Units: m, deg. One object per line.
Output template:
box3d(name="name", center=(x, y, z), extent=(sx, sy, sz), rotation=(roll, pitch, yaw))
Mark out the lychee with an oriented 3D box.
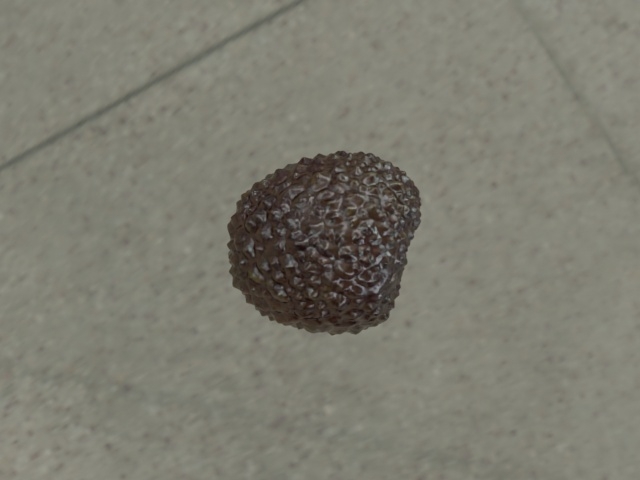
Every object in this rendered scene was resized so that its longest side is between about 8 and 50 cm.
box3d(name="lychee", center=(0.000, 0.000, 1.724), extent=(0.188, 0.188, 0.188), rotation=(9, 69, -26))
